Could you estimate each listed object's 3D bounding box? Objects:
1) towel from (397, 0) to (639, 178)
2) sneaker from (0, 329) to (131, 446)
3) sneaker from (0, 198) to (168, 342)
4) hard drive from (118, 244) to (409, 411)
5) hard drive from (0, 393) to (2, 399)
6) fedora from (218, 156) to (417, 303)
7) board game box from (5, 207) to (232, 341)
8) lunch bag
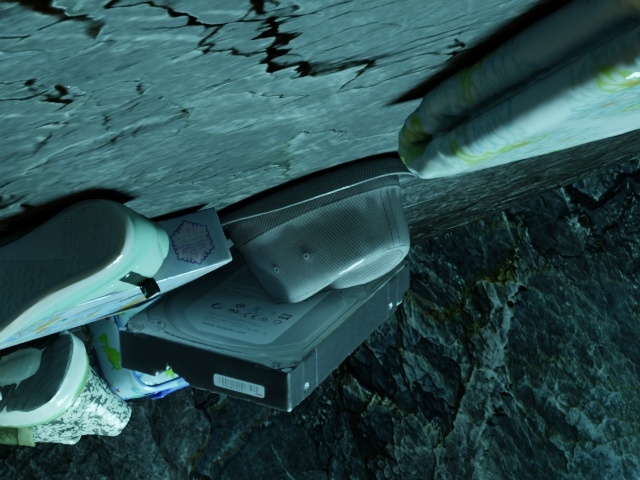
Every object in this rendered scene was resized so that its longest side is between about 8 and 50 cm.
[{"bbox_3d":[0.275,-0.154,1.106,0.321,0.090,0.374,-13,174,-24],"label":"towel"},{"bbox_3d":[-0.405,0.227,1.797,0.410,0.182,0.158,-9,-132,45],"label":"sneaker"},{"bbox_3d":[-0.254,0.044,1.217,0.256,0.094,0.151,-22,169,13],"label":"sneaker"},{"bbox_3d":[-0.060,0.086,1.700,0.237,0.064,0.339,12,-154,25],"label":"hard drive"},{"bbox_3d":[-0.537,0.215,1.624,0.308,0.040,0.203,-30,-153,-9],"label":"hard drive"},{"bbox_3d":[0.000,0.000,1.597,0.275,0.124,0.244,-22,174,34],"label":"fedora"},{"bbox_3d":[-0.302,0.063,1.493,0.318,0.065,0.319,-17,176,-29],"label":"board game box"},{"bbox_3d":[-0.210,0.115,1.819,0.090,0.176,0.219,-23,175,42],"label":"lunch bag"}]
